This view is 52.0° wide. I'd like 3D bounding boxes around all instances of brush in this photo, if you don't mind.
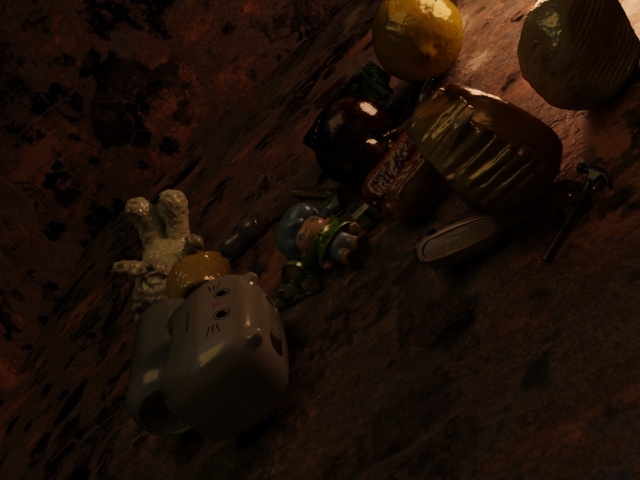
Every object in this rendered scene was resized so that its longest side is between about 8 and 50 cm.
[{"bbox_3d":[0.315,-0.022,1.153,0.312,0.067,0.072,-25,44,20],"label":"brush"}]

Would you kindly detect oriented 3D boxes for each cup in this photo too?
[{"bbox_3d":[-0.355,0.306,1.575,0.205,0.205,0.312,-41,26,14],"label":"cup"}]

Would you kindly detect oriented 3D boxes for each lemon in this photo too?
[{"bbox_3d":[0.263,-0.560,1.793,0.260,0.260,0.284,-31,14,32],"label":"lemon"}]

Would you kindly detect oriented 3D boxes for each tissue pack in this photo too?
[{"bbox_3d":[-0.186,0.227,1.380,0.236,0.229,0.333,-36,28,12],"label":"tissue pack"}]

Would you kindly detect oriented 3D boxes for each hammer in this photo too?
[{"bbox_3d":[0.406,-0.042,1.054,0.062,0.017,0.182,24,79,40],"label":"hammer"}]

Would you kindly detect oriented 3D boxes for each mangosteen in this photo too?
[{"bbox_3d":[0.119,-0.236,1.643,0.289,0.231,0.231,24,68,21],"label":"mangosteen"}]

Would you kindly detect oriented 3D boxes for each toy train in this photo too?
[{"bbox_3d":[0.171,-0.123,1.534,0.234,0.052,0.051,-43,28,10],"label":"toy train"},{"bbox_3d":[0.085,-0.380,1.894,0.330,0.138,0.178,-45,17,40],"label":"toy train"}]

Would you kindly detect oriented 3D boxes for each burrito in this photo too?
[{"bbox_3d":[0.014,-0.079,1.737,0.118,0.044,0.074,-29,34,28],"label":"burrito"}]

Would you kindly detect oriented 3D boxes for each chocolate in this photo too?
[{"bbox_3d":[-0.244,-0.007,2.020,0.167,0.072,0.072,-40,25,11],"label":"chocolate"}]

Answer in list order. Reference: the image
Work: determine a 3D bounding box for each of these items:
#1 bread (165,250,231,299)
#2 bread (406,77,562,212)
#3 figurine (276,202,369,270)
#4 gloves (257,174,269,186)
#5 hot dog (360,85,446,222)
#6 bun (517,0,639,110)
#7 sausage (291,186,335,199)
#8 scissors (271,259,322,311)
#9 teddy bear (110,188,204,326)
[{"bbox_3d":[-0.332,0.132,1.845,0.197,0.197,0.170,-45,37,5],"label":"bread"},{"bbox_3d":[0.285,-0.171,1.164,0.183,0.236,0.389,-43,18,14],"label":"bread"},{"bbox_3d":[0.000,0.000,1.544,0.263,0.143,0.162,19,75,46],"label":"figurine"},{"bbox_3d":[-0.198,-0.206,2.277,0.044,0.037,0.081,-25,11,-11],"label":"gloves"},{"bbox_3d":[0.236,-0.185,1.438,0.349,0.117,0.158,-53,42,-7],"label":"hot dog"},{"bbox_3d":[0.466,-0.342,1.207,0.244,0.244,0.153,-57,16,-20],"label":"bun"},{"bbox_3d":[-0.024,-0.138,1.897,0.033,0.033,0.269,-53,25,-12],"label":"sausage"},{"bbox_3d":[-0.082,0.124,1.558,0.204,0.101,0.027,-45,10,39],"label":"scissors"},{"bbox_3d":[-0.538,0.060,2.127,0.327,0.375,0.362,-11,16,10],"label":"teddy bear"}]
